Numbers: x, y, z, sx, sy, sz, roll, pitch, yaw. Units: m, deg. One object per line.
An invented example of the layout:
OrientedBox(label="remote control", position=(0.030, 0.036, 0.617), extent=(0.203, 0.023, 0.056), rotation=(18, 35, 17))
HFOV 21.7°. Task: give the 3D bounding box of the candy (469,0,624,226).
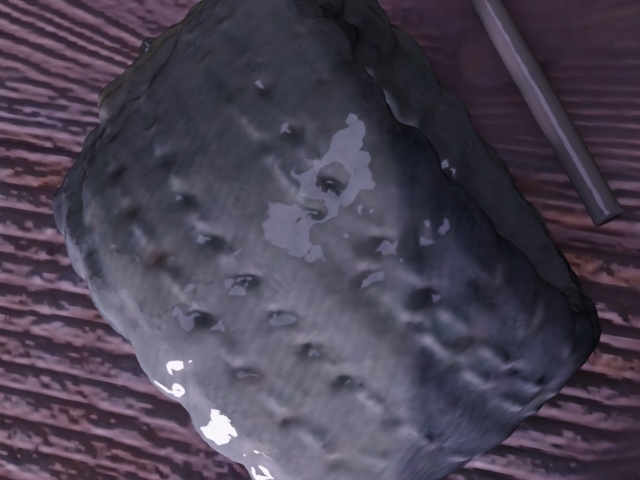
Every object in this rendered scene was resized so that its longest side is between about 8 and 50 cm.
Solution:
OrientedBox(label="candy", position=(0.061, -0.170, 0.846), extent=(0.124, 0.124, 0.365), rotation=(-30, 78, 11))

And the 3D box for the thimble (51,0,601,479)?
OrientedBox(label="thimble", position=(0.000, 0.000, 0.784), extent=(0.172, 0.205, 0.250), rotation=(-38, 89, 14))
